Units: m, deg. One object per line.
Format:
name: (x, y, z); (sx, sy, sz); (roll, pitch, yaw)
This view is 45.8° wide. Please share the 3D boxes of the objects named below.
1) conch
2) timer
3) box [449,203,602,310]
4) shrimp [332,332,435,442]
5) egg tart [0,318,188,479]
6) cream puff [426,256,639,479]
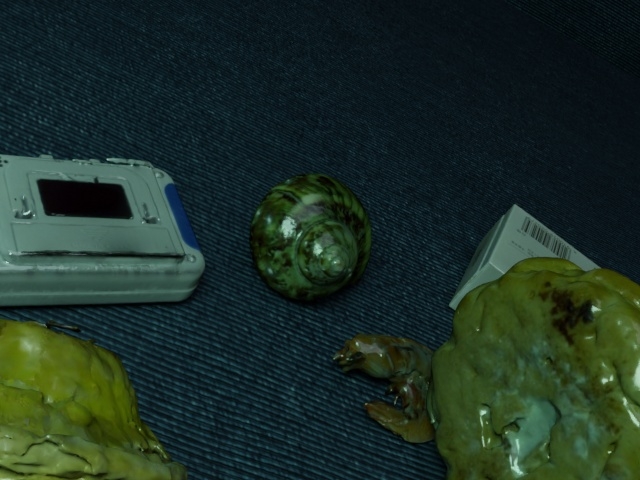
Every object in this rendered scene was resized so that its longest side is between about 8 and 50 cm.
conch: (0.002, -0.001, 0.951); (0.187, 0.124, 0.181); (24, 41, -28)
timer: (-0.257, -0.018, 0.806); (0.253, 0.078, 0.178); (0, 48, -37)
box: (0.341, 0.093, 1.118); (0.260, 0.111, 0.194); (39, 38, 2)
shrimp: (0.095, 0.168, 0.895); (0.187, 0.052, 0.132); (18, 40, -27)
egg tart: (-0.226, 0.115, 0.519); (0.294, 0.295, 0.116); (15, 70, -25)
cream puff: (0.287, 0.189, 0.819); (0.257, 0.291, 0.325); (15, 53, -39)
